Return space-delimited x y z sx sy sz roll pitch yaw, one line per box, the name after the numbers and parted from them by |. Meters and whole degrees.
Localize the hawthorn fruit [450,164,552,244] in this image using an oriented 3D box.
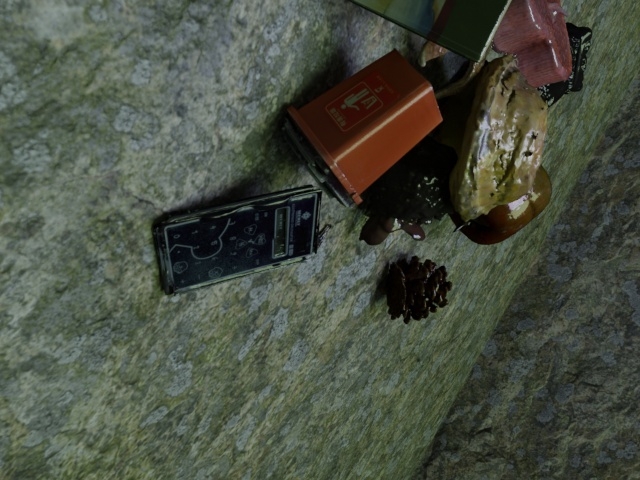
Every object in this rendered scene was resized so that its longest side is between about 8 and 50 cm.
0.468 -0.117 1.530 0.301 0.268 0.268 -45 148 -6 | hawthorn fruit

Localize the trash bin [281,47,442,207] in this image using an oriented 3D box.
0.078 -0.185 0.933 0.238 0.161 0.184 -36 150 4 | trash bin

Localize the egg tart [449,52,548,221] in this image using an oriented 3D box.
0.380 -0.198 1.131 0.352 0.150 0.352 -45 144 -46 | egg tart

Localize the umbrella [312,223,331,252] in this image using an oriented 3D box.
-0.002 -0.001 1.174 0.083 0.020 0.031 -58 151 -12 | umbrella

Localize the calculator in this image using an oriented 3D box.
-0.126 0.001 0.897 0.274 0.028 0.166 -15 133 -22 | calculator

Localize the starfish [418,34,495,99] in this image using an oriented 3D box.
0.242 -0.447 0.976 0.384 0.132 0.398 -12 113 -49 | starfish

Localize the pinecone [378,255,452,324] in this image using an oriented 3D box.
0.276 0.132 1.554 0.212 0.169 0.185 -21 149 -29 | pinecone

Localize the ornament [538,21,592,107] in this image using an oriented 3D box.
0.712 -0.518 1.708 0.260 0.106 0.251 -32 134 -24 | ornament

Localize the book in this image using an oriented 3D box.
0.150 -0.411 0.804 0.026 0.289 0.201 -65 180 -81 | book

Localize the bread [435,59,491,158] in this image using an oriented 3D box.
0.380 -0.312 1.332 0.260 0.160 0.147 -56 144 7 | bread

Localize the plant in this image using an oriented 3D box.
0.202 -0.110 1.219 0.204 0.178 0.234 -38 146 -38 | plant

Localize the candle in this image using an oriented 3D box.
0.463 -0.500 1.197 0.317 0.131 0.287 39 53 -41 | candle
